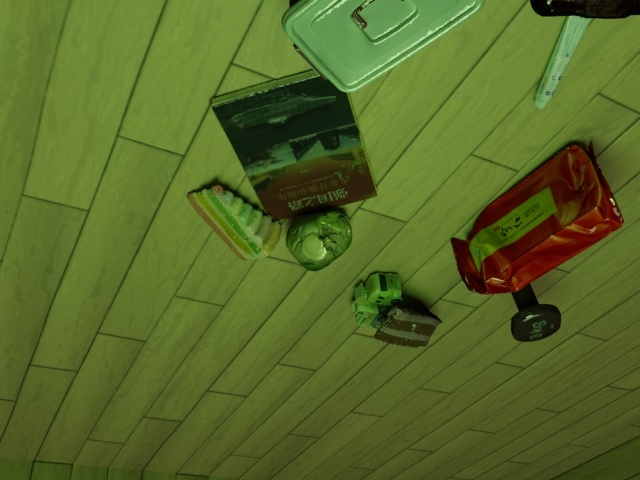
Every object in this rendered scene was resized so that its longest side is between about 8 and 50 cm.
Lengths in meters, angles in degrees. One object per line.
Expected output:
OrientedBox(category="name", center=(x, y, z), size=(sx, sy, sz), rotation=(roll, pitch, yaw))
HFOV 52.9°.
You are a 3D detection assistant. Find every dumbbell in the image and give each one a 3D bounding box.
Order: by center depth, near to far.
OrientedBox(category="dumbbell", center=(0.535, 0.144, 1.695), size=(0.123, 0.226, 0.140), rotation=(-14, 138, 4))

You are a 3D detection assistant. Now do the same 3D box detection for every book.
OrientedBox(category="book", center=(-0.041, -0.188, 1.362), size=(0.262, 0.028, 0.374), rotation=(-14, 140, 8))

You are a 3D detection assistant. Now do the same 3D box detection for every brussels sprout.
OrientedBox(category="brussels sprout", center=(-0.006, 0.002, 1.496), size=(0.145, 0.131, 0.183), rotation=(-15, -174, 36))

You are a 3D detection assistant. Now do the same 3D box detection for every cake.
OrientedBox(category="cake", center=(-0.195, -0.036, 1.463), size=(0.109, 0.090, 0.225), rotation=(-15, 142, 40))
OrientedBox(category="cake", center=(0.230, 0.223, 1.774), size=(0.116, 0.113, 0.295), rotation=(-52, 152, 12))

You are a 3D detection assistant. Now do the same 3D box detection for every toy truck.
OrientedBox(category="toy truck", center=(0.143, 0.165, 1.777), size=(0.116, 0.085, 0.191), rotation=(9, 140, -15))

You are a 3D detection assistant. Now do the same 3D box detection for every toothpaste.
OrientedBox(category="toothpaste", center=(0.462, -0.348, 1.240), size=(0.052, 0.033, 0.218), rotation=(0, 138, -10))

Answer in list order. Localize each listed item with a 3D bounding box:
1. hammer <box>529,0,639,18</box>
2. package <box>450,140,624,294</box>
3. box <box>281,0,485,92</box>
OrientedBox(category="hammer", center=(0.499, -0.532, 0.976), size=(0.242, 0.095, 0.409), rotation=(1, 138, -9))
OrientedBox(category="package", center=(0.497, -0.033, 1.500), size=(0.123, 0.196, 0.423), rotation=(20, 135, -31))
OrientedBox(category="box", center=(0.088, -0.399, 1.012), size=(0.294, 0.168, 0.193), rotation=(-29, 138, 24))
